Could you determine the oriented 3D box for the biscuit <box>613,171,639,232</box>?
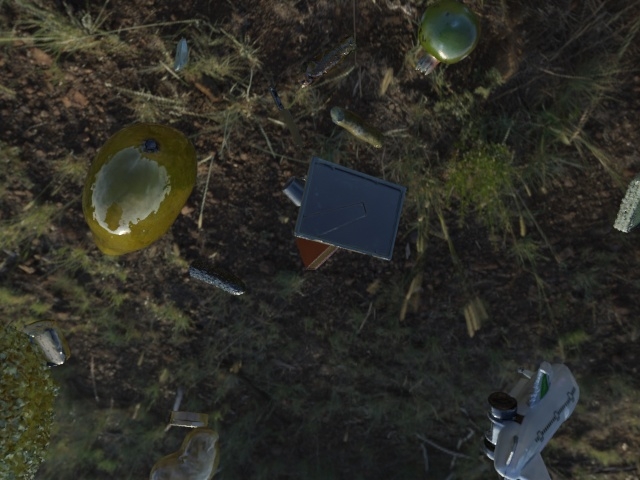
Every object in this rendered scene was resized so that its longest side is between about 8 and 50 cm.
[{"bbox_3d":[0.805,-0.125,1.181,0.250,0.046,0.147,-26,131,-28],"label":"biscuit"}]

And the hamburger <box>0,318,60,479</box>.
[{"bbox_3d":[-0.413,0.221,0.603,0.138,0.243,0.262,-11,97,-12],"label":"hamburger"}]

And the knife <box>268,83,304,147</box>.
[{"bbox_3d":[-0.118,-0.447,1.755,0.019,0.072,0.245,-34,110,-21],"label":"knife"}]

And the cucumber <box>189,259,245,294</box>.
[{"bbox_3d":[-0.367,0.139,1.771,0.300,0.072,0.072,18,138,36],"label":"cucumber"}]

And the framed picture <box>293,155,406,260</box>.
[{"bbox_3d":[0.085,-0.081,1.300,0.289,0.213,0.016,15,175,-22],"label":"framed picture"}]

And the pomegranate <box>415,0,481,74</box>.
[{"bbox_3d":[0.347,-0.565,1.381,0.180,0.180,0.210,29,114,-17],"label":"pomegranate"}]

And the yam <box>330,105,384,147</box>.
[{"bbox_3d":[0.141,-0.413,1.788,0.317,0.071,0.067,13,117,-53],"label":"yam"}]

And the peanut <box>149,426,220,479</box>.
[{"bbox_3d":[-0.341,0.579,1.239,0.253,0.122,0.137,-46,130,-1],"label":"peanut"}]

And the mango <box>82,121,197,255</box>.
[{"bbox_3d":[-0.289,-0.078,0.783,0.142,0.195,0.331,37,157,-15],"label":"mango"}]

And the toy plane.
[{"bbox_3d":[0.298,0.247,0.692,0.101,0.255,0.251,13,121,33],"label":"toy plane"}]

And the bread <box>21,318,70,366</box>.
[{"bbox_3d":[-0.555,0.209,0.994,0.072,0.053,0.106,-6,127,-11],"label":"bread"}]

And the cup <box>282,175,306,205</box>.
[{"bbox_3d":[-0.077,-0.180,1.676,0.077,0.100,0.078,42,147,-22],"label":"cup"}]

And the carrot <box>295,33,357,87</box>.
[{"bbox_3d":[0.022,-0.589,1.609,0.228,0.069,0.069,-34,120,12],"label":"carrot"}]

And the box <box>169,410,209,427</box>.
[{"bbox_3d":[-0.360,0.493,1.345,0.105,0.037,0.105,4,158,2],"label":"box"}]

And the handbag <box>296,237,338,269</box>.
[{"bbox_3d":[0.000,0.000,1.698,0.062,0.127,0.190,6,141,-39],"label":"handbag"}]

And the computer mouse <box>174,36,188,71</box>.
[{"bbox_3d":[-0.424,-0.572,1.506,0.032,0.110,0.056,11,172,-37],"label":"computer mouse"}]
